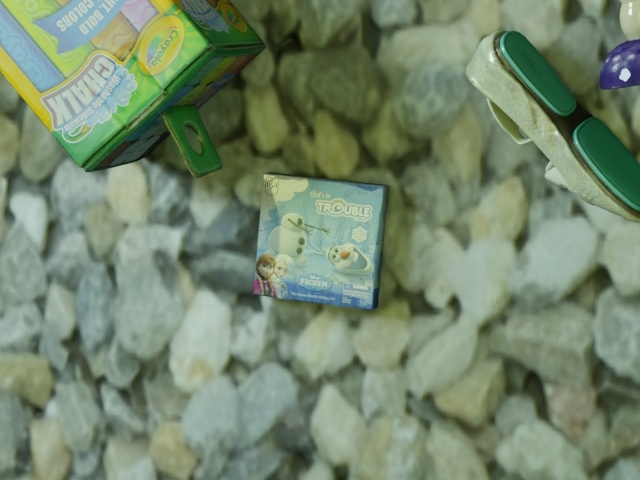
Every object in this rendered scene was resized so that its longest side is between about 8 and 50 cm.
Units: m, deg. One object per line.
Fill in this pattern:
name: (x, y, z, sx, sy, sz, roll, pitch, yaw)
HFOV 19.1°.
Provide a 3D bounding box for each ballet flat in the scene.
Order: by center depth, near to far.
ballet flat: (0.164, -0.072, 1.312, 0.168, 0.057, 0.052, 52, 132, 7)

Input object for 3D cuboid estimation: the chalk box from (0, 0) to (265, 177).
chalk box: (-0.136, -0.137, 1.329, 0.132, 0.132, 0.213, -42, 87, 14)

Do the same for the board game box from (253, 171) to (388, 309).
board game box: (0.000, 0.000, 1.368, 0.090, 0.020, 0.090, 6, 96, 13)

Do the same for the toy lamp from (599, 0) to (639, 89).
toy lamp: (0.196, -0.240, 1.266, 0.080, 0.080, 0.274, -8, 94, 14)
